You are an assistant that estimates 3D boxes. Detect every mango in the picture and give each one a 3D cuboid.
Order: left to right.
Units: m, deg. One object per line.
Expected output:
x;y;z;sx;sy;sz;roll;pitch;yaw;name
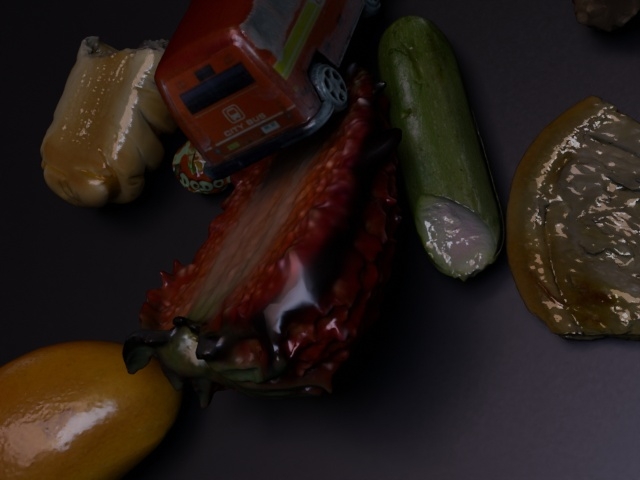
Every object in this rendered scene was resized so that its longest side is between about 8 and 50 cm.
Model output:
-0.214;0.157;1.068;0.219;0.112;0.144;-25;61;5;mango

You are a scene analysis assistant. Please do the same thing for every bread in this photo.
-0.182;-0.111;1.158;0.119;0.084;0.177;19;82;33;bread

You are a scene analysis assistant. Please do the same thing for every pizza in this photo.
0.244;0.005;0.921;0.262;0.034;0.181;25;84;32;pizza

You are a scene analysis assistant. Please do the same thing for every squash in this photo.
0.091;-0.077;1.011;0.069;0.069;0.238;-22;63;19;squash

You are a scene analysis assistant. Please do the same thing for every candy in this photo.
-0.095;-0.125;1.150;0.056;0.049;0.184;6;66;-1;candy

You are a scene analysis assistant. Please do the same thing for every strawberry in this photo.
0.000;0.000;0.991;0.233;0.138;0.306;-13;38;53;strawberry

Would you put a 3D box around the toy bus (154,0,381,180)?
-0.037;-0.172;1.023;0.121;0.120;0.265;-24;29;32;toy bus

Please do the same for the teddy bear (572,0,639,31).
0.312;-0.233;0.897;0.296;0.222;0.246;-8;108;13;teddy bear
